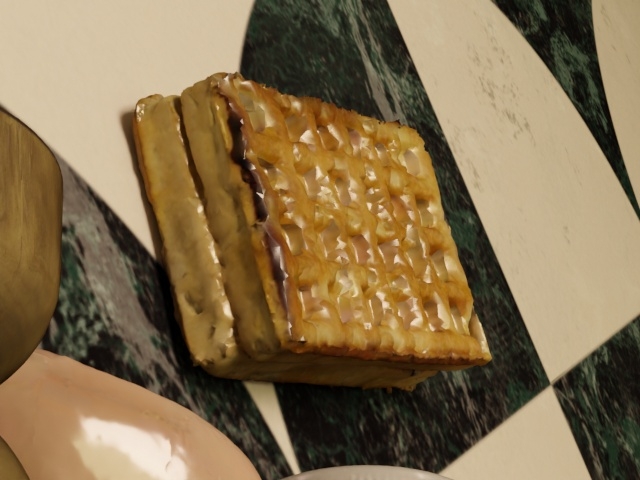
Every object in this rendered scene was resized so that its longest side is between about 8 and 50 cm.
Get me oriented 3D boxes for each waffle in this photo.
[{"bbox_3d":[-0.001,0.000,1.147,0.308,0.091,0.213,11,59,-59],"label":"waffle"}]

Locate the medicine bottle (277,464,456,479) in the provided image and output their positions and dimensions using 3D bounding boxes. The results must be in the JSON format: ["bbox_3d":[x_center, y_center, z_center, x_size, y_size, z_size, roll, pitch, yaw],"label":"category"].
[{"bbox_3d":[0.025,0.308,0.826,0.208,0.208,0.340,41,36,-40],"label":"medicine bottle"}]

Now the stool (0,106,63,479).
[{"bbox_3d":[-0.186,0.092,0.557,0.179,0.179,0.264,30,51,-48],"label":"stool"}]

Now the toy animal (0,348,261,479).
[{"bbox_3d":[-0.121,0.178,0.692,0.213,0.195,0.256,10,63,-10],"label":"toy animal"}]
